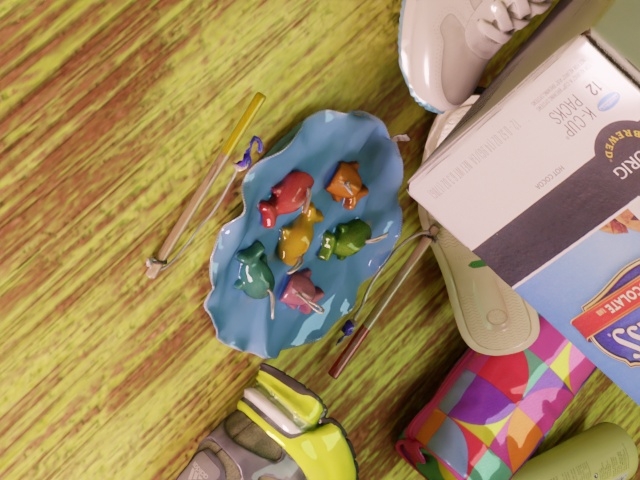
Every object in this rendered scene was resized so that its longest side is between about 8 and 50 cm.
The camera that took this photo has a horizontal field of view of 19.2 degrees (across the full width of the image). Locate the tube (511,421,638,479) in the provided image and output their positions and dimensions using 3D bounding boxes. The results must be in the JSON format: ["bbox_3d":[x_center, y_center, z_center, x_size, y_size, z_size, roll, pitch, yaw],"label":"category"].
[{"bbox_3d":[0.192,0.230,1.722,0.240,0.062,0.070,-22,87,-39],"label":"tube"}]

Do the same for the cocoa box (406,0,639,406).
[{"bbox_3d":[0.272,-0.105,1.278,0.347,0.228,0.231,-50,-175,-37],"label":"cocoa box"}]

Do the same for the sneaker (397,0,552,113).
[{"bbox_3d":[0.129,-0.187,1.270,0.087,0.092,0.228,11,106,-58],"label":"sneaker"}]

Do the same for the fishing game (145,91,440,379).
[{"bbox_3d":[0.000,0.000,1.277,0.189,0.041,0.264,-55,145,-4],"label":"fishing game"}]

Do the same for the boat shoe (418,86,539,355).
[{"bbox_3d":[0.121,-0.023,1.422,0.079,0.084,0.233,-80,163,-50],"label":"boat shoe"}]

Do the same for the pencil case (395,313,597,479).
[{"bbox_3d":[0.159,0.102,1.530,0.236,0.104,0.104,-54,147,-14],"label":"pencil case"}]

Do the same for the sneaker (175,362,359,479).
[{"bbox_3d":[-0.032,0.217,1.366,0.121,0.111,0.300,-37,136,-18],"label":"sneaker"}]
